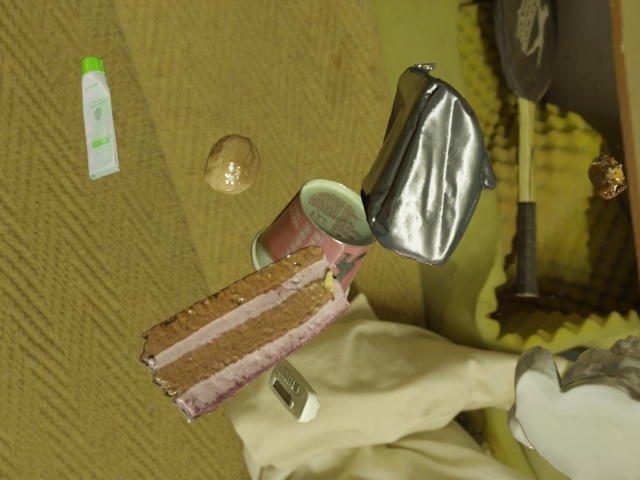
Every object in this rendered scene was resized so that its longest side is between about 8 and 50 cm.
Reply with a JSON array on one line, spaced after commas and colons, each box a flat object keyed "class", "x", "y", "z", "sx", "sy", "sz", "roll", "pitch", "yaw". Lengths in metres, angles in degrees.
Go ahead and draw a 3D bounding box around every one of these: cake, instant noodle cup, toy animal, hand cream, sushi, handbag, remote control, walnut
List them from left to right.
[{"class": "hand cream", "x": -0.501, "y": -0.275, "z": 1.221, "sx": 0.050, "sy": 0.079, "sz": 0.275, "roll": -1, "pitch": 77, "yaw": -39}, {"class": "walnut", "x": -0.230, "y": -0.199, "z": 1.424, "sx": 0.149, "sy": 0.166, "sz": 0.166, "roll": 34, "pitch": 70, "yaw": 14}, {"class": "cake", "x": -0.074, "y": 0.096, "z": 0.658, "sx": 0.295, "sy": 0.113, "sz": 0.116, "roll": -29, "pitch": 82, "yaw": -47}, {"class": "remote control", "x": -0.070, "y": 0.391, "z": 1.418, "sx": 0.049, "sy": 0.230, "sz": 0.090, "roll": 19, "pitch": 93, "yaw": -28}, {"class": "instant noodle cup", "x": 0.000, "y": 0.000, "z": 1.092, "sx": 0.235, "sy": 0.178, "sz": 0.234, "roll": 21, "pitch": 39, "yaw": -19}, {"class": "handbag", "x": 0.182, "y": -0.134, "z": 0.878, "sx": 0.178, "sy": 0.302, "sz": 0.275, "roll": 21, "pitch": 109, "yaw": -6}, {"class": "sushi", "x": 0.531, "y": -0.123, "z": 0.999, "sx": 0.062, "sy": 0.118, "sz": 0.060, "roll": 9, "pitch": 132, "yaw": -18}, {"class": "toy animal", "x": 0.420, "y": 0.243, "z": 0.763, "sx": 0.265, "sy": 0.272, "sz": 0.205, "roll": 2, "pitch": 86, "yaw": -52}]
